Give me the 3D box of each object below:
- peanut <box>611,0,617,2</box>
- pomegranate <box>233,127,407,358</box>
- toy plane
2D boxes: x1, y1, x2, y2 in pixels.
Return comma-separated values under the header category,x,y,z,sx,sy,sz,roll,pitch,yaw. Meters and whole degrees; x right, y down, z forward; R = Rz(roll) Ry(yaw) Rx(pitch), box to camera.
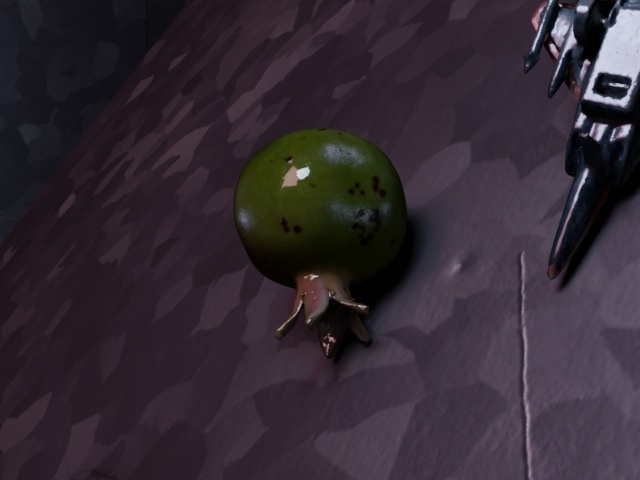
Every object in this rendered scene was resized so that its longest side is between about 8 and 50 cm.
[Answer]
category,x,y,z,sx,sy,sz,roll,pitch,yaw
peanut,0.305,-0.278,0.949,0.098,0.090,0.214,-41,24,-1
pomegranate,0.000,0.000,0.946,0.181,0.181,0.224,-25,53,39
toy plane,0.249,-0.119,0.790,0.222,0.104,0.326,17,68,31
